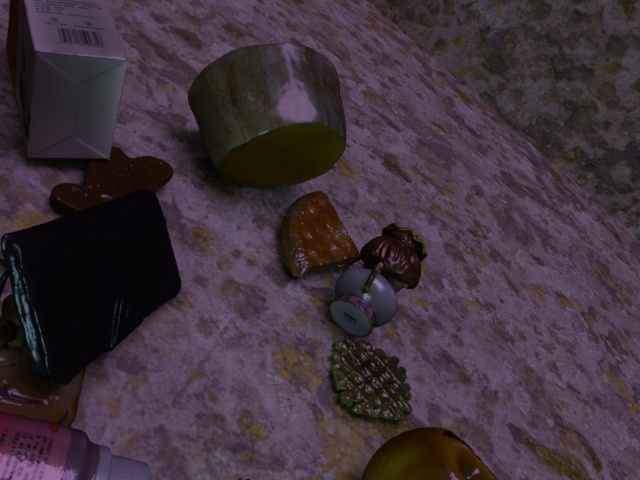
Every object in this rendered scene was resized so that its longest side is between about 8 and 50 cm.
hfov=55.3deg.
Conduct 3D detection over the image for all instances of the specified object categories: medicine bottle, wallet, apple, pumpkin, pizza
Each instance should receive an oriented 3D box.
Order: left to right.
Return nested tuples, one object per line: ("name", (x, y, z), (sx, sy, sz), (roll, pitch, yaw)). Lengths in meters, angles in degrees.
("medicine bottle", (-0.326, 0.275, 0.685), (0.247, 0.147, 0.147), (23, 40, -25))
("wallet", (-0.302, 0.047, 0.859), (0.377, 0.051, 0.197), (-52, 133, -74))
("pumpkin", (-0.107, -0.238, 1.300), (0.332, 0.332, 0.199), (11, 58, -35))
("pizza", (0.000, 0.000, 1.345), (0.197, 0.058, 0.292), (30, 39, -18))
("apple", (0.182, 0.407, 0.962), (0.237, 0.207, 0.237), (27, 39, -24))

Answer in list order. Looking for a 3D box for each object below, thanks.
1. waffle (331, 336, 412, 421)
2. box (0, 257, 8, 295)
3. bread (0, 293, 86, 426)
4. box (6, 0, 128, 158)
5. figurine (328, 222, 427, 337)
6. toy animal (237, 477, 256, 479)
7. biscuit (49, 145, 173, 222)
("waffle", (0.099, 0.266, 1.178), (0.183, 0.036, 0.169), (21, 39, -27))
("box", (-0.535, 0.038, 0.689), (0.310, 0.198, 0.084), (29, 36, -16))
("bread", (-0.377, 0.153, 0.817), (0.134, 0.081, 0.225), (28, 36, -27))
("box", (-0.466, -0.339, 1.094), (0.143, 0.225, 0.341), (-3, 51, -32))
("figurine", (0.127, 0.075, 1.273), (0.142, 0.189, 0.263), (35, 53, 9))
("toy animal", (-0.146, 0.442, 0.751), (0.260, 0.087, 0.244), (0, 66, -45))
("biscuit", (-0.368, -0.060, 1.075), (0.196, 0.049, 0.302), (16, 41, -18))
